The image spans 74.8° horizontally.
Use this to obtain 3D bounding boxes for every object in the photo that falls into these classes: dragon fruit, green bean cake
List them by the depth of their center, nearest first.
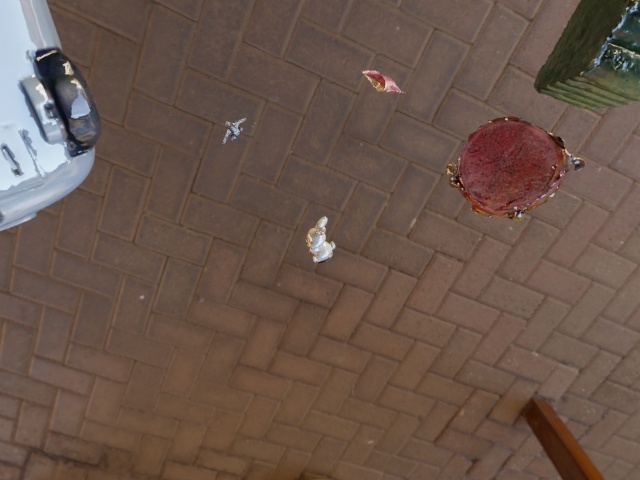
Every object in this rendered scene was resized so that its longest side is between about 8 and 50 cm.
[{"bbox_3d":[0.380,-0.266,0.518,0.107,0.208,0.193,28,108,5],"label":"green bean cake"},{"bbox_3d":[0.581,-0.189,1.277,0.314,0.263,0.296,35,97,24],"label":"dragon fruit"}]

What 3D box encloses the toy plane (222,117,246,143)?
[{"bbox_3d":[-0.198,-0.252,0.951,0.031,0.083,0.078,41,90,-1],"label":"toy plane"}]

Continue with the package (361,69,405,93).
[{"bbox_3d":[0.124,-0.316,0.837,0.083,0.059,0.029,51,134,26],"label":"package"}]

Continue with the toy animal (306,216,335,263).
[{"bbox_3d":[-0.006,0.002,1.245,0.085,0.071,0.124,-14,125,14],"label":"toy animal"}]

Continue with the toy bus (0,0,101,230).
[{"bbox_3d":[-0.305,-0.150,0.289,0.194,0.232,0.288,-30,129,-32],"label":"toy bus"}]
